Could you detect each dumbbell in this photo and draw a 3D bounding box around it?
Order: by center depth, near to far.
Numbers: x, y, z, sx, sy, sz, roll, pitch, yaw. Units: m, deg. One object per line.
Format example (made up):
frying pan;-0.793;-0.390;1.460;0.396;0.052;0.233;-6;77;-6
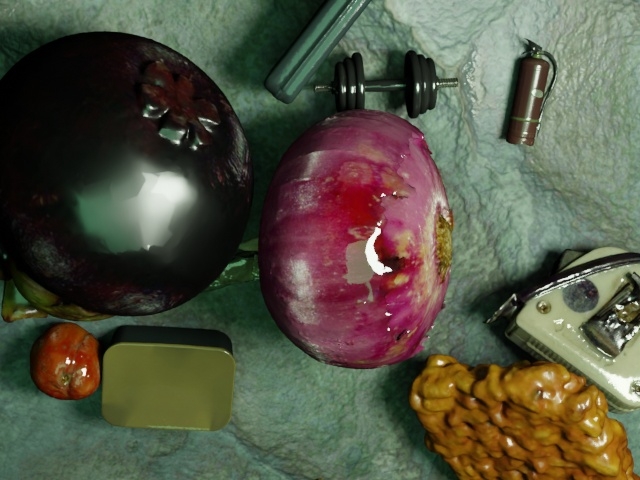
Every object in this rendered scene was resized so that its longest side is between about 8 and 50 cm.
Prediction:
dumbbell;0.094;-0.223;1.439;0.208;0.099;0.099;-3;109;-3

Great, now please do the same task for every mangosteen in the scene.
mangosteen;-0.295;-0.065;1.336;0.382;0.382;0.435;39;131;-16

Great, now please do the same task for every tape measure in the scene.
tape measure;0.428;0.105;1.528;0.271;0.133;0.231;34;74;12

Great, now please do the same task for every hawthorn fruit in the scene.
hawthorn fruit;-0.386;0.189;1.525;0.128;0.128;0.128;-2;108;-5

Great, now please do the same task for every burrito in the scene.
burrito;-0.167;0.053;1.539;0.171;0.042;0.051;-14;107;-4

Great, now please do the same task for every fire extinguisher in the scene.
fire extinguisher;0.318;-0.221;1.491;0.078;0.045;0.157;-4;110;-33

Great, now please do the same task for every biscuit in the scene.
biscuit;0.311;0.295;1.551;0.312;0.110;0.318;-6;128;36

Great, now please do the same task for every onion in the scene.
onion;0.033;-0.009;1.380;0.345;0.358;0.358;17;106;1

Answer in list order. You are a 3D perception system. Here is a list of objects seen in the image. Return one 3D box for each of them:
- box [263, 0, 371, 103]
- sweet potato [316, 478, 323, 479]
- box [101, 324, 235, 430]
box;0.009;-0.294;1.374;0.050;0.160;0.230;37;102;-9
sweet potato;-0.089;0.460;1.679;0.214;0.050;0.050;-20;109;-3
box;-0.235;0.212;1.558;0.201;0.090;0.144;3;108;-6
